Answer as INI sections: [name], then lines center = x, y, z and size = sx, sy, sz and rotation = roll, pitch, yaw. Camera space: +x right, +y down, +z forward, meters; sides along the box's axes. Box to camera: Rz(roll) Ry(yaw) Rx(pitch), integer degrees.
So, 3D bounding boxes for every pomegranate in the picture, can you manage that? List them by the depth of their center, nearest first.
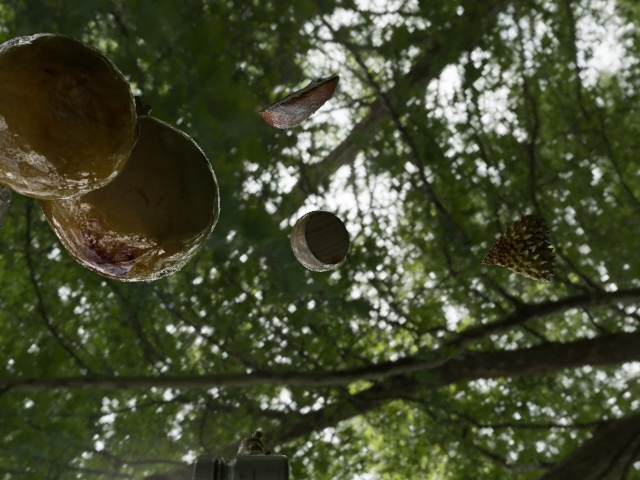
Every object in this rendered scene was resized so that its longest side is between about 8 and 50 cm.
[pomegranate]
center = -0.323, -0.088, 1.458
size = 0.319, 0.319, 0.319
rotation = 34, -148, -25

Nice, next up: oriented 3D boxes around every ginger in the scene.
[ginger]
center = -0.148, 0.491, 1.818
size = 0.213, 0.137, 0.074
rotation = 32, 157, 57

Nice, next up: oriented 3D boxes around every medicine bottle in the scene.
[medicine bottle]
center = -0.139, 0.436, 1.523
size = 0.168, 0.105, 0.105
rotation = 1, -140, -1

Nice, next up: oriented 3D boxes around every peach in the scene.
[peach]
center = -0.039, -0.295, 1.846
size = 0.068, 0.189, 0.279
rotation = 60, -158, -11

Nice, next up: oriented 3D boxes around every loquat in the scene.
[loquat]
center = -0.361, -0.167, 1.145
size = 0.238, 0.238, 0.193
rotation = 39, -176, -17

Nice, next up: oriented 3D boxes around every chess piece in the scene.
[chess piece]
center = 0.000, 0.000, 1.141
size = 0.083, 0.038, 0.084
rotation = 13, -111, -35

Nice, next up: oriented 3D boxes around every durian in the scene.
[durian]
center = 0.446, 0.020, 1.871
size = 0.182, 0.132, 0.165
rotation = 37, -126, -39

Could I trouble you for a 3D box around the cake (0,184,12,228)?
[cake]
center = -0.738, -0.070, 1.560
size = 0.290, 0.282, 0.256
rotation = 20, -136, -11
